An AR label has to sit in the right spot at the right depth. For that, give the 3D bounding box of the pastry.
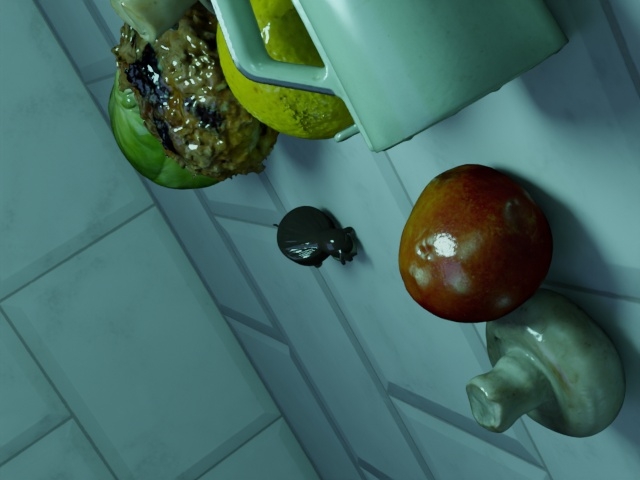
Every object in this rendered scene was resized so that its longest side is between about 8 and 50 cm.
[{"bbox_3d":[-0.216,-0.314,1.793,0.405,0.292,0.337,64,152,3],"label":"pastry"}]

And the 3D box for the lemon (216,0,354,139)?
[{"bbox_3d":[-0.011,-0.282,1.353,0.293,0.293,0.293,48,160,23],"label":"lemon"}]

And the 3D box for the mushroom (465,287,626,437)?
[{"bbox_3d":[0.317,0.202,1.428,0.243,0.243,0.243,48,160,23],"label":"mushroom"}]

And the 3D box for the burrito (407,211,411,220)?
[{"bbox_3d":[0.190,-0.045,1.623,0.185,0.041,0.045,147,130,-73],"label":"burrito"}]

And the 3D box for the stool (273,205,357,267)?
[{"bbox_3d":[0.000,0.000,2.076,0.217,0.125,0.121,14,170,30],"label":"stool"}]

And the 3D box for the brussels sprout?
[{"bbox_3d":[-0.324,-0.279,2.101,0.355,0.281,0.289,73,-170,-61],"label":"brussels sprout"}]

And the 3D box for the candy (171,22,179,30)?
[{"bbox_3d":[-0.244,-0.478,1.674,0.086,0.292,0.059,27,144,-16],"label":"candy"}]

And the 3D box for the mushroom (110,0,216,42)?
[{"bbox_3d":[-0.208,-0.452,1.507,0.292,0.290,0.292,53,170,14],"label":"mushroom"}]

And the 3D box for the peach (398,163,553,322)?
[{"bbox_3d":[0.223,0.001,1.371,0.243,0.199,0.243,-31,54,56],"label":"peach"}]

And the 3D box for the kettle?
[{"bbox_3d":[0.041,-0.300,1.120,0.361,0.250,0.377,-27,96,31],"label":"kettle"}]
